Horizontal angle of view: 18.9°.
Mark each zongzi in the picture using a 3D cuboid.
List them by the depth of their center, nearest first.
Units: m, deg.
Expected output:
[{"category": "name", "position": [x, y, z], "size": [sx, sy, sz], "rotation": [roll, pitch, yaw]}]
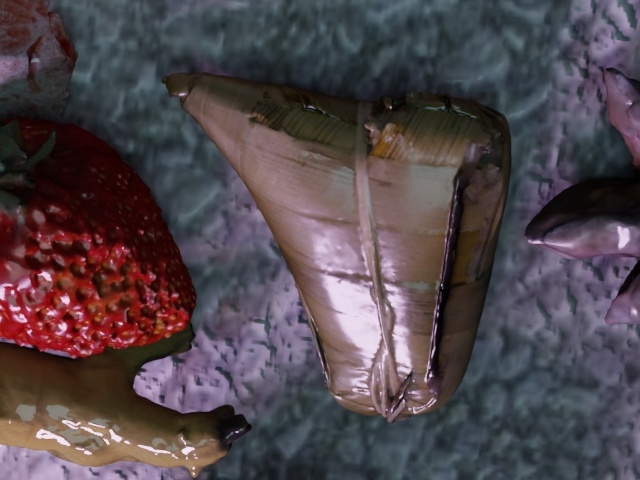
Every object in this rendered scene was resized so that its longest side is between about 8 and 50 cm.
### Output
[{"category": "zongzi", "position": [0.000, 0.000, 1.080], "size": [0.197, 0.099, 0.194], "rotation": [9, 108, 2]}]

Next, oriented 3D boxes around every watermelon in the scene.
[{"category": "watermelon", "position": [-0.194, -0.125, 1.038], "size": [0.094, 0.081, 0.180], "rotation": [-31, 118, -22]}]

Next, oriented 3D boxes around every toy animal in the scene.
[{"category": "toy animal", "position": [-0.153, 0.087, 1.087], "size": [0.219, 0.101, 0.103], "rotation": [14, 106, -11]}]

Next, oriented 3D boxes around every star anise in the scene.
[{"category": "star anise", "position": [0.240, -0.015, 1.098], "size": [0.229, 0.093, 0.236], "rotation": [-28, 108, 5]}]

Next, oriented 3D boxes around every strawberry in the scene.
[{"category": "strawberry", "position": [-0.143, 0.002, 1.051], "size": [0.131, 0.131, 0.148], "rotation": [-41, 140, 8]}]
